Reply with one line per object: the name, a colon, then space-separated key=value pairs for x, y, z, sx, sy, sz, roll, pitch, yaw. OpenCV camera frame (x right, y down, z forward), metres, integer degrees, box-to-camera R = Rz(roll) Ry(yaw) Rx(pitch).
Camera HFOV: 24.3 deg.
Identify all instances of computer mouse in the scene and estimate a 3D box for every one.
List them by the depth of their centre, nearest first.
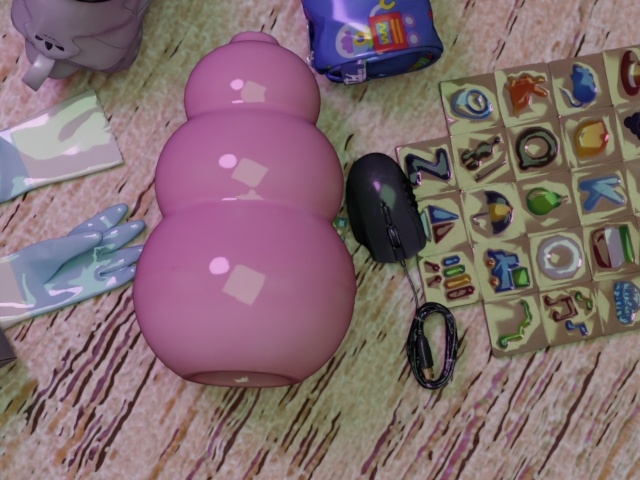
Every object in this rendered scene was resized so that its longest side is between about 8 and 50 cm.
computer mouse: x=0.081 y=0.029 z=1.461 sx=0.071 sy=0.041 sz=0.242 roll=-19 pitch=85 yaw=4

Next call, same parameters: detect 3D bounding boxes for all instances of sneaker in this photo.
sneaker: x=-0.192 y=-0.303 z=1.435 sx=0.137 sy=0.210 sz=0.366 roll=28 pitch=49 yaw=-2

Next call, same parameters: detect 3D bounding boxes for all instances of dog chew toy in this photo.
dog chew toy: x=-0.068 y=-0.034 z=1.390 sx=0.207 sy=0.206 sz=0.331 roll=2 pitch=76 yaw=-5

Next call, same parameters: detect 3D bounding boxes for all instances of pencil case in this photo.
pencil case: x=0.021 y=-0.297 z=1.456 sx=0.133 sy=0.119 sz=0.306 roll=-16 pitch=86 yaw=5

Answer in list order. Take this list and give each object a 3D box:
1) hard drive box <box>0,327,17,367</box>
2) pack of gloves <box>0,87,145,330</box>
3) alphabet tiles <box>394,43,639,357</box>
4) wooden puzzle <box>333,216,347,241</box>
hard drive box: x=-0.424 y=0.055 z=1.388 sx=0.181 sy=0.089 sz=0.232 roll=-28 pitch=87 yaw=1
pack of gloves: x=-0.293 y=-0.022 z=1.440 sx=0.232 sy=0.046 sz=0.195 roll=-21 pitch=87 yaw=-7
alphabet tiles: x=0.257 y=-0.043 z=1.505 sx=0.343 sy=0.011 sz=0.285 roll=-11 pitch=85 yaw=-5
wooden puzzle: x=0.000 y=0.000 z=1.481 sx=0.049 sy=0.006 sz=0.083 roll=6 pitch=84 yaw=-4
